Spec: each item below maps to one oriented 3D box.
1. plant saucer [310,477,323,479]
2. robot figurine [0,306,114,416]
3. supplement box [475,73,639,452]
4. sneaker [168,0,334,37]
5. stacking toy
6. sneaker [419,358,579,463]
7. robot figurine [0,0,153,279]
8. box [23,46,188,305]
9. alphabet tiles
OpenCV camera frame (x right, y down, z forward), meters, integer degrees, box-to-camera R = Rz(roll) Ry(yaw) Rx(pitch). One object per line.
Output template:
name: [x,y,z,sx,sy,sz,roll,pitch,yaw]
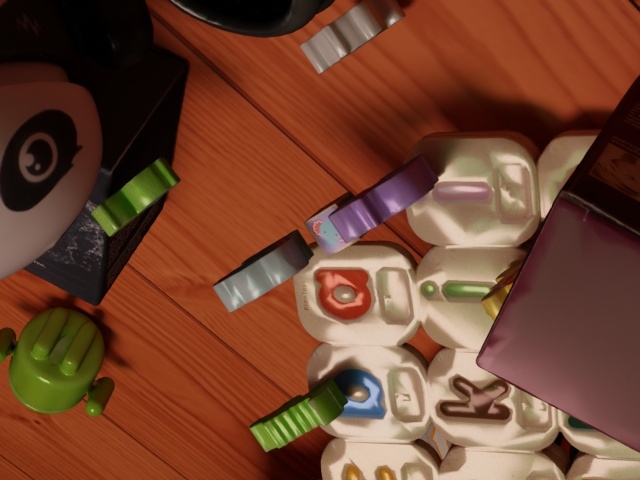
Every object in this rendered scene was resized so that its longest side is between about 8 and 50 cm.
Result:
plant saucer: [0.099,0.246,1.076,0.311,0.050,0.310,23,164,7]
robot figurine: [-0.206,0.095,1.143,0.101,0.067,0.115,26,149,-7]
supplement box: [0.145,0.007,0.599,0.104,0.188,0.081,29,118,9]
sneaker: [-0.064,-0.199,0.529,0.104,0.147,0.296,-12,129,50]
stacking toy: [0.000,0.000,0.737,0.221,0.052,0.167,-33,94,30]
sneaker: [0.087,0.103,0.896,0.121,0.099,0.262,18,146,27]
robot figurine: [-0.212,-0.107,0.694,0.209,0.173,0.278,-26,84,25]
box: [-0.173,-0.063,0.866,0.156,0.093,0.158,27,148,5]
alphabet tiles: [0.125,0.080,0.756,0.278,0.021,0.284,0,109,23]
